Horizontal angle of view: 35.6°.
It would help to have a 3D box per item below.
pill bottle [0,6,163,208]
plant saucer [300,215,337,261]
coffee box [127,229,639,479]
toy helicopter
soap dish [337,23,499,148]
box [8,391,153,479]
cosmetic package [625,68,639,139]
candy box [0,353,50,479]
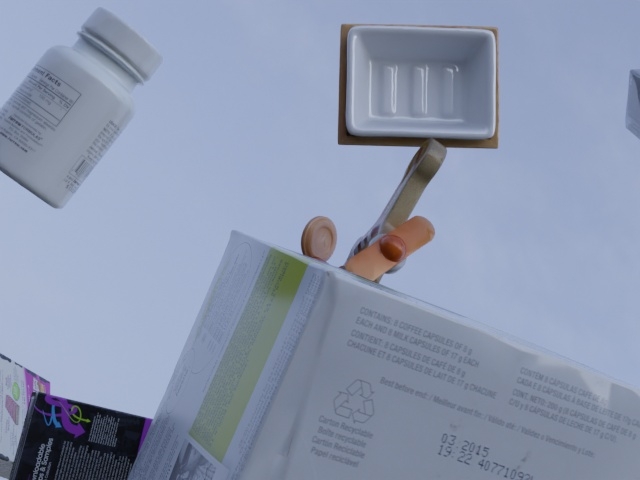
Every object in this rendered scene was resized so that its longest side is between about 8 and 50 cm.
[{"bbox_3d":[-0.302,-0.164,1.217,0.131,0.229,0.131,36,-6,4],"label":"pill bottle"},{"bbox_3d":[0.000,0.000,1.698,0.013,0.083,0.083,12,-36,43],"label":"plant saucer"},{"bbox_3d":[0.038,0.213,0.908,0.338,0.338,0.334,23,-1,-18],"label":"coffee box"},{"bbox_3d":[0.102,-0.012,1.572,0.140,0.355,0.235,32,-10,-6],"label":"toy helicopter"},{"bbox_3d":[0.178,-0.277,1.824,0.291,0.229,0.118,1,-8,0],"label":"soap dish"},{"bbox_3d":[-0.271,0.250,1.160,0.162,0.116,0.029,20,-19,-28],"label":"box"},{"bbox_3d":[0.586,-0.200,1.471,0.238,0.127,0.107,-5,-67,1],"label":"cosmetic package"},{"bbox_3d":[-0.491,0.266,1.516,0.071,0.159,0.233,-9,-24,6],"label":"candy box"}]
